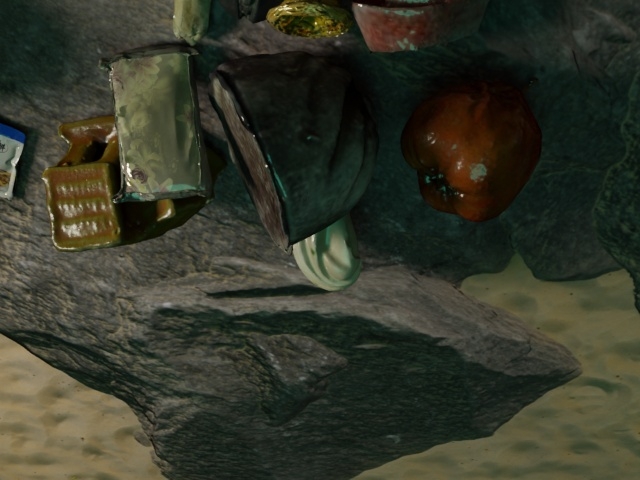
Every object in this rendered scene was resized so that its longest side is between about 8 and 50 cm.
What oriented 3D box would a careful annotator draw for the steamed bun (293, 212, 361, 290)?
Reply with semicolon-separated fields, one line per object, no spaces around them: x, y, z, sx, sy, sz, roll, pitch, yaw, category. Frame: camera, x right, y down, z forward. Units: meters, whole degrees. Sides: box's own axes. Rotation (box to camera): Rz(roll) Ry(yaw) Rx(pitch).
0.000;0.000;1.372;0.106;0.183;0.183;-14;131;-9;steamed bun

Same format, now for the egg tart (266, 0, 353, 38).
-0.015;-0.327;1.155;0.129;0.049;0.129;1;176;0;egg tart

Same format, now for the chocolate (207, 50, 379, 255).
-0.018;-0.151;1.202;0.213;0.303;0.303;-25;129;-11;chocolate

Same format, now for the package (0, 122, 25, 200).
-0.616;-0.159;1.428;0.171;0.027;0.173;22;134;-10;package

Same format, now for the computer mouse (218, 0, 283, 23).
-0.093;-0.388;1.124;0.106;0.062;0.192;12;130;-4;computer mouse

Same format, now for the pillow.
-0.251;-0.177;1.242;0.169;0.255;0.059;-7;171;-1;pillow

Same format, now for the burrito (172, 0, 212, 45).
-0.185;-0.366;1.169;0.058;0.045;0.188;23;135;9;burrito

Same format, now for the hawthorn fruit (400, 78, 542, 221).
0.243;-0.160;1.204;0.207;0.243;0.207;40;165;13;hawthorn fruit

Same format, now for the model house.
-0.311;-0.079;1.309;0.268;0.239;0.173;-6;130;15;model house

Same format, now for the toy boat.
0.128;-0.401;1.081;0.206;0.096;0.282;-9;116;8;toy boat
